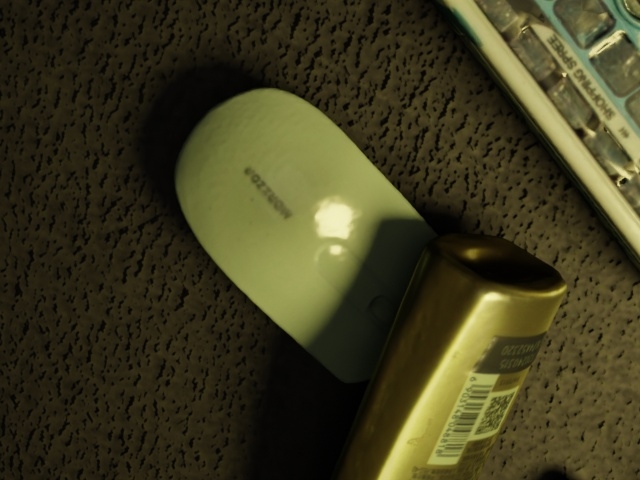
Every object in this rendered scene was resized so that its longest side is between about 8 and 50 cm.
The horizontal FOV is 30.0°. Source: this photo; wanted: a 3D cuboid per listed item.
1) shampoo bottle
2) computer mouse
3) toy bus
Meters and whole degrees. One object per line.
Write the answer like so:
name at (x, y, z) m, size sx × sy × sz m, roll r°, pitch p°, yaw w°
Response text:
shampoo bottle at (0.056, 0.166, 0.817) m, size 0.084 × 0.125 × 0.350 m, roll 34°, pitch 115°, yaw 35°
computer mouse at (0.000, 0.000, 0.808) m, size 0.128 × 0.079 × 0.231 m, roll -43°, pitch 103°, yaw 10°
toy bus at (0.206, -0.090, 0.782) m, size 0.131 × 0.106 × 0.297 m, roll -37°, pitch 98°, yaw 7°
